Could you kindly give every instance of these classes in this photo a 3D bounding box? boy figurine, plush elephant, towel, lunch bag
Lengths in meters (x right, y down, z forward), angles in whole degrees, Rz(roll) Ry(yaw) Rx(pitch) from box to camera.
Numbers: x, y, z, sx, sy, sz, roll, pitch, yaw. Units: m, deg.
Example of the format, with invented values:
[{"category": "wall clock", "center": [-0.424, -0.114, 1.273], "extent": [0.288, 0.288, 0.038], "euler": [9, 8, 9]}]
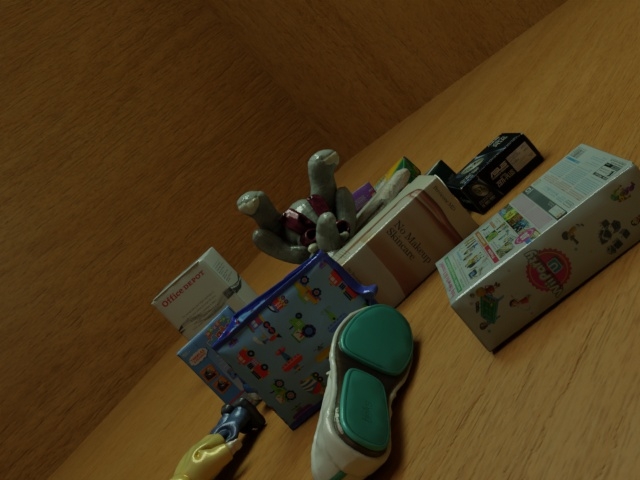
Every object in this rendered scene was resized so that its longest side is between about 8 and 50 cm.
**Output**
[{"category": "boy figurine", "center": [-0.216, 0.431, 1.426], "extent": [0.177, 0.092, 0.285], "euler": [-35, 12, 40]}, {"category": "plush elephant", "center": [0.000, 0.000, 1.686], "extent": [0.272, 0.330, 0.255], "euler": [-25, 27, -18]}, {"category": "towel", "center": [0.116, -0.053, 1.871], "extent": [0.282, 0.049, 0.187], "euler": [-48, 3, 37]}, {"category": "lunch bag", "center": [-0.011, 0.168, 1.344], "extent": [0.293, 0.221, 0.138], "euler": [-39, 9, 24]}]

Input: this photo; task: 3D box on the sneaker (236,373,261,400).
[{"category": "sneaker", "center": [-0.061, 0.202, 1.636], "extent": [0.330, 0.147, 0.130], "euler": [-40, 7, -26]}]

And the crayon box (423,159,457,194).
[{"category": "crayon box", "center": [0.196, -0.043, 1.812], "extent": [0.203, 0.083, 0.323], "euler": [-48, 2, -32]}]

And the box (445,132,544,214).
[{"category": "box", "center": [0.381, -0.151, 1.622], "extent": [0.180, 0.077, 0.147], "euler": [-42, 8, 4]}]

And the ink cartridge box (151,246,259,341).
[{"category": "ink cartridge box", "center": [-0.314, 0.210, 2.218], "extent": [0.223, 0.307, 0.129], "euler": [-40, 9, 17]}]

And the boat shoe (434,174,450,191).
[{"category": "boat shoe", "center": [0.283, -0.093, 1.657], "extent": [0.038, 0.125, 0.046], "euler": [-37, -18, 10]}]

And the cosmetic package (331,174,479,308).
[{"category": "cosmetic package", "center": [0.166, 0.015, 1.544], "extent": [0.296, 0.153, 0.129], "euler": [-45, 10, -4]}]

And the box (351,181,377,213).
[{"category": "box", "center": [0.022, -0.049, 2.134], "extent": [0.201, 0.057, 0.293], "euler": [-37, 0, -32]}]

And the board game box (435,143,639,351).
[{"category": "board game box", "center": [0.323, 0.001, 1.080], "extent": [0.303, 0.097, 0.224], "euler": [-39, 8, 12]}]

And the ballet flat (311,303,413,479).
[{"category": "ballet flat", "center": [0.054, 0.231, 1.126], "extent": [0.139, 0.139, 0.400], "euler": [-39, 10, 23]}]

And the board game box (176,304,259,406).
[{"category": "board game box", "center": [-0.197, 0.278, 1.678], "extent": [0.160, 0.211, 0.039], "euler": [-43, 9, -5]}]

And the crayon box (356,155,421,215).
[{"category": "crayon box", "center": [0.184, -0.114, 2.218], "extent": [0.278, 0.081, 0.165], "euler": [-46, 9, 19]}]

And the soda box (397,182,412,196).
[{"category": "soda box", "center": [0.274, -0.116, 1.964], "extent": [0.074, 0.069, 0.216], "euler": [-44, 9, -13]}]
